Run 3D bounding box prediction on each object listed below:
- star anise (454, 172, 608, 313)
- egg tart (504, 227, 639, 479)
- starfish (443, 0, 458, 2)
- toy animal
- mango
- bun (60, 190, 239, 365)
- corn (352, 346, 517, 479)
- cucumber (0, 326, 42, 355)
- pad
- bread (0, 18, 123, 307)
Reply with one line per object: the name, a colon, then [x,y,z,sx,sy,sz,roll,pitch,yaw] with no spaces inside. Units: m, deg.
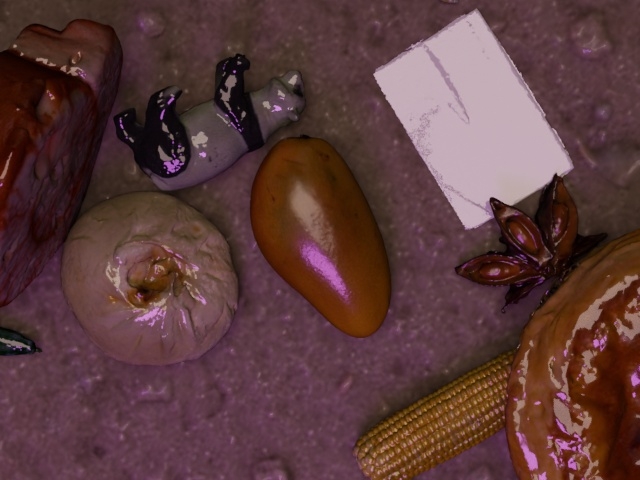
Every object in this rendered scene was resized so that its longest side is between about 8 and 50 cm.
star anise: [0.262,0.001,1.861,0.212,0.053,0.157,-9,90,4]
egg tart: [0.421,0.190,1.785,0.443,0.178,0.443,0,91,0]
starfish: [0.085,-0.470,1.875,0.357,0.078,0.347,6,86,2]
toy animal: [-0.123,-0.144,1.860,0.225,0.094,0.121,-28,98,-8]
mango: [0.000,0.000,1.844,0.138,0.113,0.253,-25,95,-3]
bun: [-0.202,0.045,1.840,0.222,0.127,0.222,0,86,4]
corn: [0.155,0.210,1.846,0.248,0.081,0.081,-29,88,1]
cucumber: [-0.407,0.117,1.890,0.155,0.037,0.037,14,89,4]
pad: [0.184,-0.147,1.893,0.156,0.004,0.232,-31,88,1]
bread: [-0.338,-0.079,1.757,0.114,0.328,0.295,22,130,4]
